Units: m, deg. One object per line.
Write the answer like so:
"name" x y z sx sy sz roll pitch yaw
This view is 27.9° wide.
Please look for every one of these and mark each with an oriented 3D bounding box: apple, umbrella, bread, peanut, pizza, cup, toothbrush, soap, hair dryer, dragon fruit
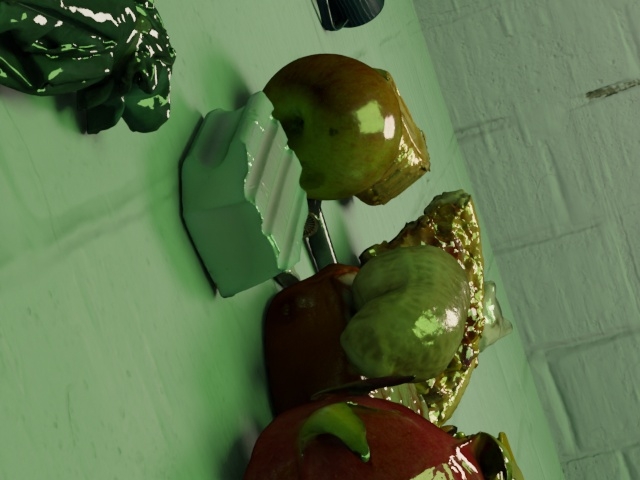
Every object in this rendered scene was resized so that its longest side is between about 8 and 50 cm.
"apple" 0.004 -0.145 1.653 0.196 0.196 0.196 -17 90 -76
"umbrella" -0.219 -0.186 1.033 0.349 0.094 0.143 21 60 -70
"bread" 0.077 -0.173 2.054 0.240 0.139 0.240 -20 90 -75
"peanut" 0.095 0.086 1.440 0.253 0.137 0.122 -67 176 -64
"pizza" 0.156 0.096 1.925 0.278 0.114 0.409 37 56 -38
"cup" 0.033 -0.457 2.321 0.113 0.150 0.138 40 -15 43
"toothbrush" 0.000 0.080 1.705 0.307 0.025 0.029 45 23 -61
"soap" -0.084 -0.051 1.407 0.230 0.091 0.145 -77 144 -62
"hair dryer" 0.003 -0.003 1.784 0.173 0.050 0.195 -81 155 -58
"dragon fruit" 0.062 0.281 1.260 0.290 0.189 0.291 15 69 -45
"bread" 0.040 0.199 1.547 0.295 0.114 0.328 -46 119 -71

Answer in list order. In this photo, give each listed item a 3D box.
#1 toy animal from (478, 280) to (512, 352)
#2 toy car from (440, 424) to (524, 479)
"toy animal" 0.190 0.113 2.101 0.266 0.188 0.308 -70 146 -52
"toy car" 0.263 0.403 2.098 0.248 0.142 0.200 -62 133 -73
